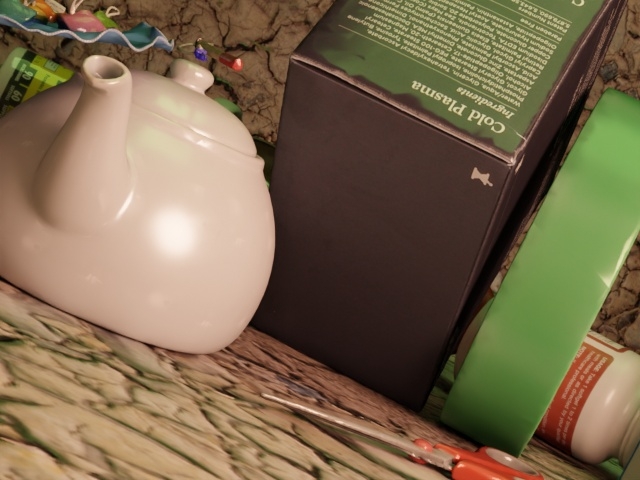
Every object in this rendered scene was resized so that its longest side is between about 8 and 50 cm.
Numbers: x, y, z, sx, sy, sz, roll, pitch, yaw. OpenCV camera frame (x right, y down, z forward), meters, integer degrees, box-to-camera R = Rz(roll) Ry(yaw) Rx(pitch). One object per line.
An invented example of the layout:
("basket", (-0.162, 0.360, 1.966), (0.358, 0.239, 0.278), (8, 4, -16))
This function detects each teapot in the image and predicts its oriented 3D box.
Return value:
("teapot", (-0.129, -0.044, 0.957), (0.252, 0.187, 0.256), (23, 4, -35))

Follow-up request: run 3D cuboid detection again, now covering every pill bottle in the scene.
("pill bottle", (-0.286, -0.132, 1.530), (0.209, 0.119, 0.119), (25, 4, -10))
("pill bottle", (0.251, 0.147, 1.304), (0.216, 0.121, 0.121), (29, 5, 30))

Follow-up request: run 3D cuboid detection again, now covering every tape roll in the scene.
("tape roll", (0.207, 0.029, 1.116), (0.077, 0.321, 0.321), (28, 5, 10))

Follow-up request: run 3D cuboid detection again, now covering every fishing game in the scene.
("fishing game", (-0.189, -0.161, 0.894), (0.264, 0.041, 0.189), (9, 10, -18))

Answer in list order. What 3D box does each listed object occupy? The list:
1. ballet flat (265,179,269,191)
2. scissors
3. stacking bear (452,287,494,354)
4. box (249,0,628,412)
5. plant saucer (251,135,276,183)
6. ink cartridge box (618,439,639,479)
("ballet flat", (-0.077, 0.001, 1.288), (0.400, 0.139, 0.139), (30, 5, 4))
("scissors", (0.090, 0.156, 0.919), (0.297, 0.021, 0.109), (24, 6, -43))
("stacking bear", (0.131, 0.025, 1.455), (0.164, 0.175, 0.289), (42, 22, -18))
("box", (0.102, -0.091, 1.087), (0.179, 0.312, 0.343), (26, -37, 11))
("plant saucer", (0.000, 0.000, 1.545), (0.310, 0.050, 0.310), (41, 16, -15))
("ink cartridge box", (0.416, 0.213, 1.134), (0.233, 0.171, 0.168), (26, 4, -4))
